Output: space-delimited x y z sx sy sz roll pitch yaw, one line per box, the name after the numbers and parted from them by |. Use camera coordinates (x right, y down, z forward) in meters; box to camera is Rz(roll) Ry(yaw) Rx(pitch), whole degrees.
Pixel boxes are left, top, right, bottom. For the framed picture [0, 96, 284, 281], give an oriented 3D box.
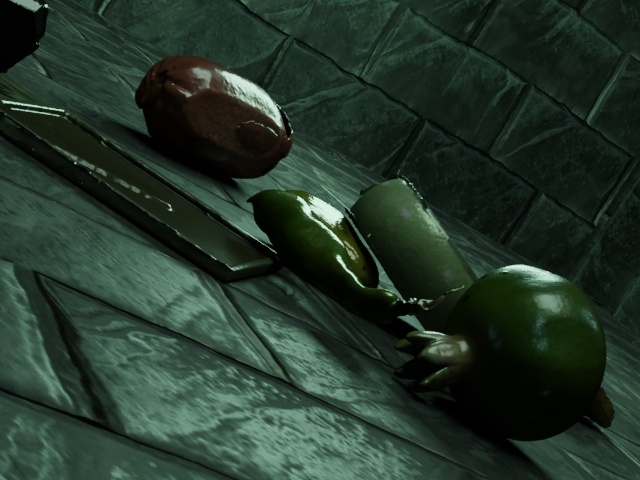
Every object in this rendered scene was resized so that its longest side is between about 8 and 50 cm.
-0.203 -0.058 1.503 0.335 0.022 0.247 33 8 8 | framed picture

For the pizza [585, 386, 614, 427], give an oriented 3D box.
0.327 0.176 1.925 0.185 0.052 0.195 57 -8 -20 | pizza

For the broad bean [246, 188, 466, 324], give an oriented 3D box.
0.013 0.018 1.527 0.098 0.056 0.318 -26 40 -33 | broad bean

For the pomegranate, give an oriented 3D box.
0.187 0.120 1.442 0.225 0.187 0.187 -5 26 -27 | pomegranate

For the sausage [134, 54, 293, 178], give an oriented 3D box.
-0.153 -0.180 2.025 0.152 0.152 0.280 38 9 39 | sausage

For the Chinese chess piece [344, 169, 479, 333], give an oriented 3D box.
0.126 0.027 1.730 0.237 0.092 0.238 56 3 -4 | Chinese chess piece

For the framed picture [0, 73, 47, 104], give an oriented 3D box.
-0.414 -0.196 1.587 0.173 0.010 0.231 33 7 13 | framed picture

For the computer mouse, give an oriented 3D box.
-0.448 -0.298 1.720 0.217 0.122 0.073 29 32 -24 | computer mouse

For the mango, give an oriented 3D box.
-0.003 -0.002 1.707 0.122 0.085 0.191 33 5 -37 | mango
